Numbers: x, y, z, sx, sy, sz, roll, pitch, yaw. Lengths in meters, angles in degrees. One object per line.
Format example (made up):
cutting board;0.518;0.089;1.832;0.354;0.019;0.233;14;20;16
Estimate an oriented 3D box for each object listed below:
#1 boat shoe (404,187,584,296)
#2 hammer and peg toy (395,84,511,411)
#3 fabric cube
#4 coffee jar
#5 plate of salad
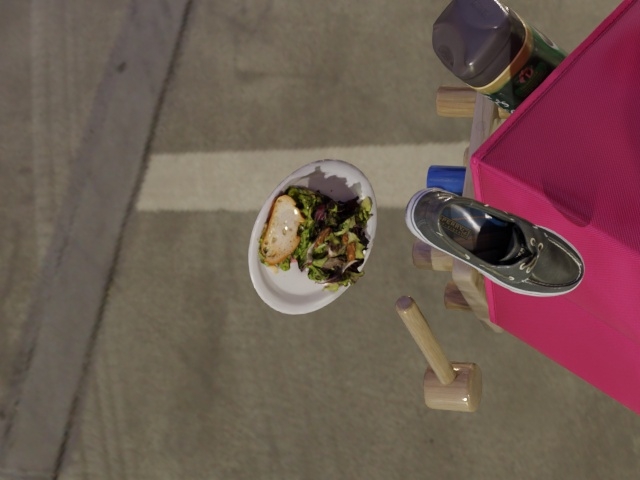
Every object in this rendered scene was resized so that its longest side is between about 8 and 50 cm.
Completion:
boat shoe;0.121;0.005;0.740;0.040;0.142;0.049;21;90;68
hammer and peg toy;0.193;0.008;1.287;0.127;0.266;0.361;5;73;19
fabric cube;0.308;-0.012;0.928;0.258;0.259;0.254;33;68;31
coffee jar;0.191;-0.160;1.063;0.079;0.184;0.096;-50;38;17
plate of salad;0.000;0.000;1.355;0.048;0.200;0.200;27;75;45
